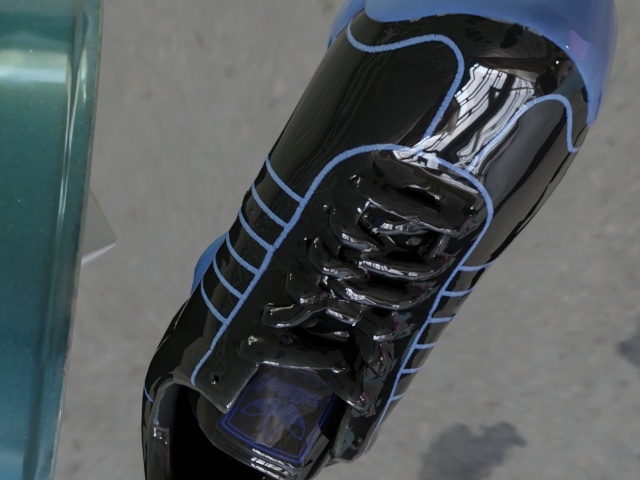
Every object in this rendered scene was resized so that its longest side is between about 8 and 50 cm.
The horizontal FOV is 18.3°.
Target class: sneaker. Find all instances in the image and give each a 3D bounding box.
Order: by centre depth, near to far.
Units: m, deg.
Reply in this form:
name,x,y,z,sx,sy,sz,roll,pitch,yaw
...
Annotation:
name,x,y,z,sx,sy,sz,roll,pitch,yaw
sneaker,0.010,0.011,0.564,0.081,0.232,0.090,22,53,-10

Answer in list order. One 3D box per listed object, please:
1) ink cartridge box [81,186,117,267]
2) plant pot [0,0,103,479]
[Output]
name,x,y,z,sx,sy,sz,roll,pitch,yaw
ink cartridge box,-0.237,0.023,1.156,0.153,0.208,0.087,-28,88,-37
plant pot,-0.236,0.007,0.862,0.255,0.271,0.271,7,86,-8
